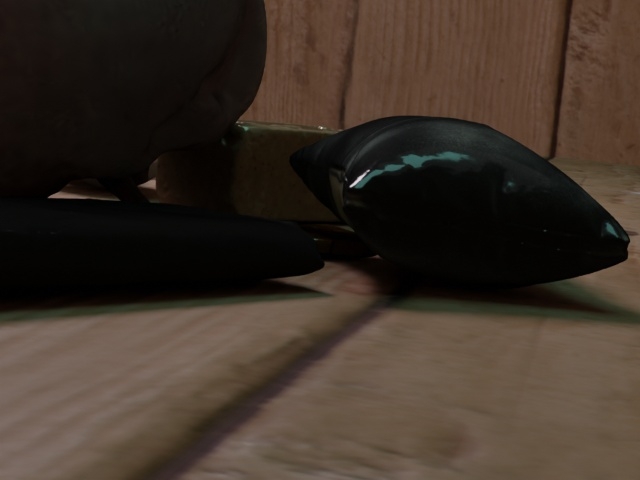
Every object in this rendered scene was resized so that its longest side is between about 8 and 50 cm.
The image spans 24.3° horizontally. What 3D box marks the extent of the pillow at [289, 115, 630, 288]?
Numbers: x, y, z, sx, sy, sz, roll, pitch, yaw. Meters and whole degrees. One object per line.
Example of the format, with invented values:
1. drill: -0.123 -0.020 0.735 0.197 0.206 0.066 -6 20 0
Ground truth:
1. pillow: 0.084 -0.031 1.014 0.186 0.106 0.250 10 8 -12

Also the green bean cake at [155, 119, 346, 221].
1. green bean cake: -0.043 -0.062 1.298 0.179 0.085 0.109 1 9 -44

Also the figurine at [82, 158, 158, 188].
1. figurine: -0.208 -0.122 1.434 0.163 0.141 0.237 -3 10 -25

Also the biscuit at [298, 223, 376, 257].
1. biscuit: 0.000 0.000 1.084 0.082 0.016 0.092 6 6 -1

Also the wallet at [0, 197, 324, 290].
1. wallet: -0.182 -0.004 0.821 0.197 0.051 0.378 12 8 41

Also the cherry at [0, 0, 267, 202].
1. cherry: -0.198 -0.185 1.131 0.326 0.334 0.291 5 8 -16
